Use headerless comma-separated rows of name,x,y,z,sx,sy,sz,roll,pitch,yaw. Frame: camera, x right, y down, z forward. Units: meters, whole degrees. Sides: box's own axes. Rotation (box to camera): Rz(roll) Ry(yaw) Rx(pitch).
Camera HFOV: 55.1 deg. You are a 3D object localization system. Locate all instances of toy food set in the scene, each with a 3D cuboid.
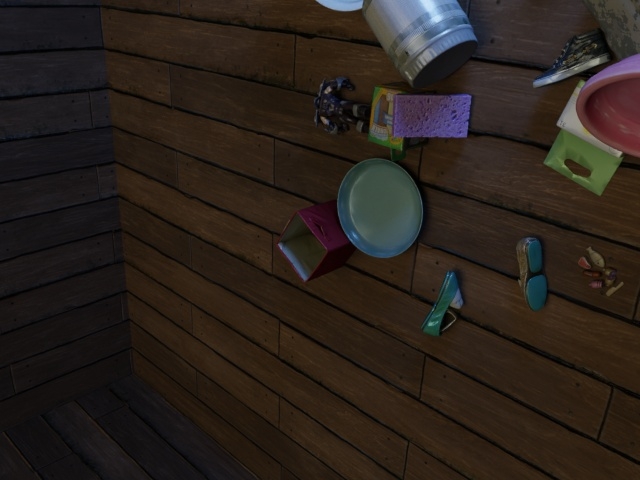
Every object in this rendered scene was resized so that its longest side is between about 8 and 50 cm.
toy food set,0.697,0.082,1.548,0.122,0.019,0.078,51,135,20

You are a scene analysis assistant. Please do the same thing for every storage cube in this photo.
storage cube,0.000,0.000,2.112,0.183,0.193,0.215,52,134,18

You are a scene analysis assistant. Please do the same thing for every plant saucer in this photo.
plant saucer,0.687,-0.266,1.214,0.332,0.332,0.084,14,75,42
plant saucer,0.193,-0.104,1.956,0.318,0.044,0.317,10,107,36

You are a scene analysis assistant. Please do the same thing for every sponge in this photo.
sponge,0.301,-0.341,1.677,0.031,0.210,0.117,-107,17,-65

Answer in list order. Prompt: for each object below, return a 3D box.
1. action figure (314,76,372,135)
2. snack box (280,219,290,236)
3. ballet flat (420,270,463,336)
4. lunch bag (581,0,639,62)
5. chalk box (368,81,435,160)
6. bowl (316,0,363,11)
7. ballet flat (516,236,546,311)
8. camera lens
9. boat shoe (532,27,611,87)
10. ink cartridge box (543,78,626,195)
action figure,0.077,-0.412,1.952,0.285,0.099,0.185,31,133,39
snack box,-0.085,0.002,2.315,0.141,0.037,0.100,51,133,20
ballet flat,0.388,0.200,1.885,0.087,0.083,0.247,24,125,10
lunch bag,0.663,-0.486,1.227,0.305,0.213,0.256,65,155,9
chalk box,0.231,-0.340,1.786,0.132,0.132,0.213,26,121,37
bowl,0.088,-0.805,1.722,0.298,0.134,0.297,10,119,19
ballet flat,0.568,0.088,1.664,0.067,0.073,0.206,-151,54,-69
camera lens,0.255,-0.569,1.608,0.219,0.219,0.274,-40,76,46
boat shoe,0.581,-0.426,1.446,0.183,0.065,0.083,-17,91,41
ink cartridge box,0.642,-0.240,1.458,0.171,0.056,0.235,39,128,28
